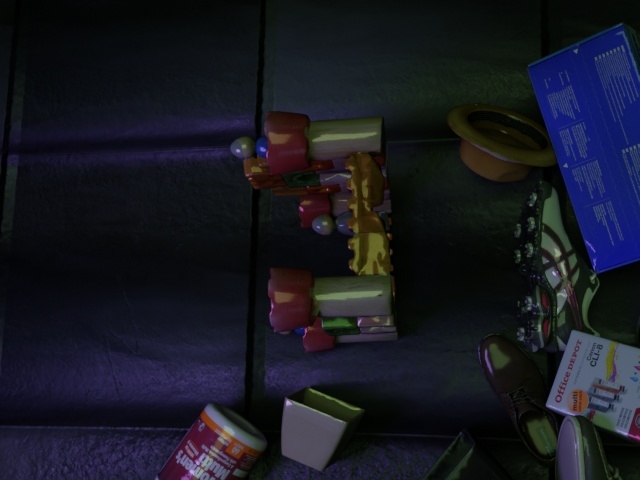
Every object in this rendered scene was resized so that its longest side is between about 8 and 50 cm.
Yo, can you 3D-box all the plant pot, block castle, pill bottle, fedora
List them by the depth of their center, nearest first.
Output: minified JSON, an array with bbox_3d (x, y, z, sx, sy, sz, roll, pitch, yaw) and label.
[{"bbox_3d":[0.000,0.000,1.460,0.213,0.453,0.302,-3,79,5],"label":"block castle"},{"bbox_3d":[0.228,0.412,1.468,0.167,0.188,0.187,38,90,6],"label":"plant pot"},{"bbox_3d":[-0.004,0.306,1.583,0.109,0.109,0.096,19,96,17],"label":"plant pot"},{"bbox_3d":[0.288,-0.149,1.593,0.194,0.194,0.079,29,125,17],"label":"fedora"},{"bbox_3d":[-0.194,0.383,1.600,0.121,0.121,0.221,35,88,17],"label":"pill bottle"}]

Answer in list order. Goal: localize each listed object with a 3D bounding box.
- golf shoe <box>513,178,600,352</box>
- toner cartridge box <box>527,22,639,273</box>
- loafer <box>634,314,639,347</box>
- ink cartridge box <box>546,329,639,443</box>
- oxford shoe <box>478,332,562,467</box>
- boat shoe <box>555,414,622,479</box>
[{"bbox_3d":[0.371,0.041,1.556,0.120,0.105,0.272,1,83,-4],"label":"golf shoe"},{"bbox_3d":[0.454,-0.138,1.519,0.165,0.075,0.347,-21,80,31],"label":"toner cartridge box"},{"bbox_3d":[0.599,0.065,1.461,0.302,0.095,0.109,-44,115,4],"label":"loafer"},{"bbox_3d":[0.447,0.223,1.442,0.176,0.127,0.128,15,81,44],"label":"ink cartridge box"},{"bbox_3d":[0.314,0.239,1.519,0.083,0.096,0.227,-33,72,8],"label":"oxford shoe"},{"bbox_3d":[0.403,0.401,1.424,0.096,0.112,0.335,-7,104,-4],"label":"boat shoe"}]
